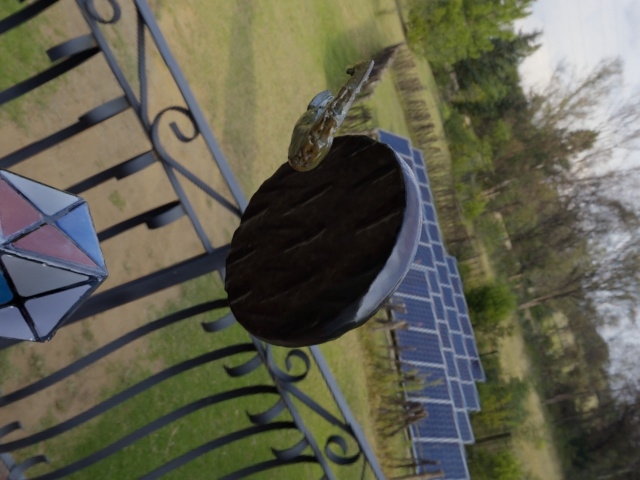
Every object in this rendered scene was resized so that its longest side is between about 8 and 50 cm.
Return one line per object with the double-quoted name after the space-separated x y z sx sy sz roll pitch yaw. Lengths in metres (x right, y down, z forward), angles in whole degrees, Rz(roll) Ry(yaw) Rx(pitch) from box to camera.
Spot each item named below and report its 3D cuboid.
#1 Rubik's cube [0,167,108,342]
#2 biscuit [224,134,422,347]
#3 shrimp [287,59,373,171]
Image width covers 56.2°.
-0.763 0.047 1.488 0.307 0.310 0.305 22 32 -52 "Rubik's cube"
0.000 0.000 1.063 0.091 0.407 0.407 37 37 -43 "biscuit"
0.018 -0.178 0.794 0.058 0.173 0.253 34 33 -9 "shrimp"
